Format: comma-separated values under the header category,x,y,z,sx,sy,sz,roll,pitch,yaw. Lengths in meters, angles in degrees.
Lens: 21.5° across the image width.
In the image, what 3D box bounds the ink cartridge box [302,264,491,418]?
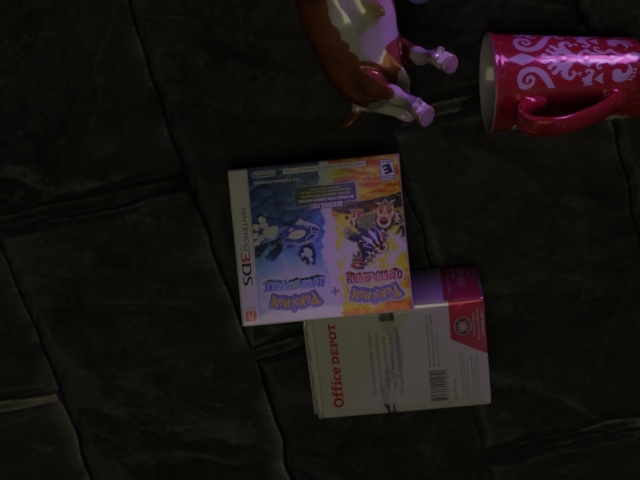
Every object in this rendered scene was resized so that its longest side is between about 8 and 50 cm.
category,x,y,z,sx,sy,sz,roll,pitch,yaw
ink cartridge box,0.092,0.124,2.062,0.218,0.092,0.158,-6,118,1

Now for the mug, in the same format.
category,x,y,z,sx,sy,sz,roll,pitch,yaw
mug,0.271,-0.162,1.883,0.169,0.150,0.113,-2,153,-4

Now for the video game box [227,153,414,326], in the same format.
category,x,y,z,sx,sy,sz,roll,pitch,yaw
video game box,0.000,0.000,1.973,0.205,0.048,0.187,-6,91,3

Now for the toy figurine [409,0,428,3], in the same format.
category,x,y,z,sx,sy,sz,roll,pitch,yaw
toy figurine,0.113,-0.335,1.757,0.362,0.191,0.217,13,127,-15

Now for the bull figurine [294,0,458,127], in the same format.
category,x,y,z,sx,sy,sz,roll,pitch,yaw
bull figurine,0.050,-0.222,1.806,0.101,0.188,0.310,-46,129,-19
